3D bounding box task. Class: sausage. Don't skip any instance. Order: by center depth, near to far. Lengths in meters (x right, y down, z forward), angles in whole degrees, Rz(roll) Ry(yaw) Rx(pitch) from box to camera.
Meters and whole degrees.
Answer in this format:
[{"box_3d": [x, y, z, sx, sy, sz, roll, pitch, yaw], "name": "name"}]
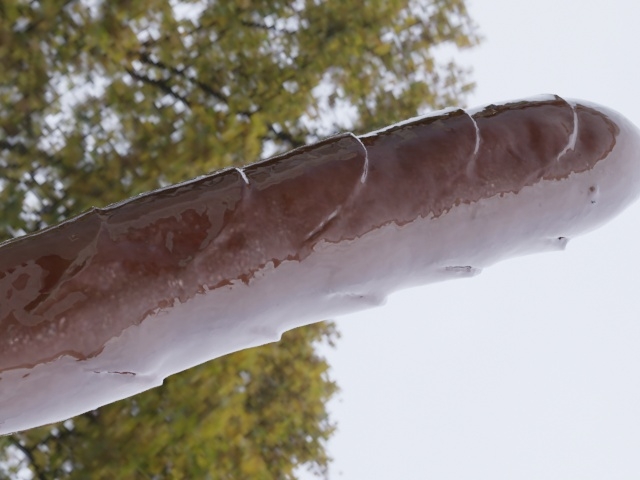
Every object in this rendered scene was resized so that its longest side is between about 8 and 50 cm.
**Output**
[{"box_3d": [0.001, -0.002, 0.568, 0.433, 0.087, 0.088, -17, -142, -31], "name": "sausage"}]
